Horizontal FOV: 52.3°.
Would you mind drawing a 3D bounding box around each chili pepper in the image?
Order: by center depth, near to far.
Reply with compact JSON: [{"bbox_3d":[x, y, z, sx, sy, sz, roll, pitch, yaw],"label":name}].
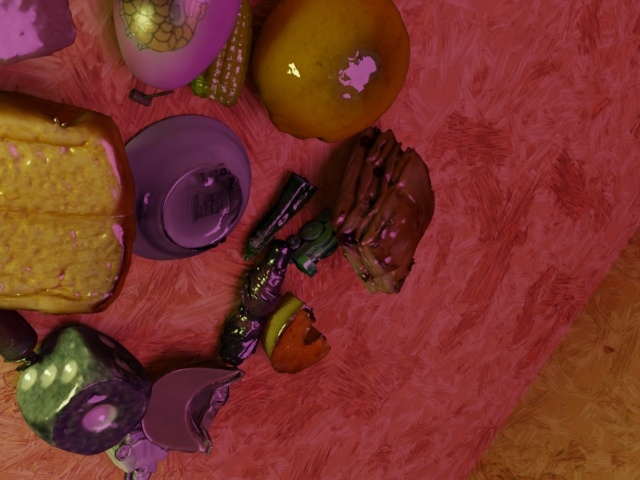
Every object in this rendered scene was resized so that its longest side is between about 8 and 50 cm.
[{"bbox_3d":[-0.098,-0.044,1.441,0.227,0.059,0.088,-53,148,4],"label":"chili pepper"}]

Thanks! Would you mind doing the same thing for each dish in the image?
[{"bbox_3d":[-0.246,-0.078,1.252,0.316,0.106,0.317,-21,127,-30],"label":"dish"}]

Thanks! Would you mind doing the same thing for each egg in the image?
[{"bbox_3d":[-0.222,-0.373,1.024,0.196,0.196,0.271,-12,126,-35],"label":"egg"}]

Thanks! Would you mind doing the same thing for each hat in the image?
[{"bbox_3d":[-0.296,0.358,1.490,0.244,0.149,0.214,26,89,-28],"label":"hat"}]

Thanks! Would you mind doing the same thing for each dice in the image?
[{"bbox_3d":[-0.450,0.285,1.251,0.182,0.183,0.181,-49,138,-4],"label":"dice"}]

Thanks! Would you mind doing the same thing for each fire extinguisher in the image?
[{"bbox_3d":[-0.574,0.143,1.141,0.089,0.072,0.268,-15,133,6],"label":"fire extinguisher"}]

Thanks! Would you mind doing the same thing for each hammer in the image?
[{"bbox_3d":[-0.283,-0.247,1.113,0.035,0.110,0.019,19,80,-45],"label":"hammer"}]

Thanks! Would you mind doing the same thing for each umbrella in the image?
[{"bbox_3d":[-0.148,0.142,1.486,0.094,0.090,0.326,7,113,-45],"label":"umbrella"}]

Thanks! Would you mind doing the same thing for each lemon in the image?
[{"bbox_3d":[0.019,-0.330,1.200,0.297,0.297,0.297,-21,128,-30],"label":"lemon"}]

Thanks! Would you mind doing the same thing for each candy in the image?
[{"bbox_3d":[-0.169,-0.347,1.165,0.096,0.096,0.210,3,108,-42],"label":"candy"}]

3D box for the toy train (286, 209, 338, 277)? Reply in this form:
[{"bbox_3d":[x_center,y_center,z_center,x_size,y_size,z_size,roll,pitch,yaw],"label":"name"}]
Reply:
[{"bbox_3d":[0.000,0.000,1.517,0.178,0.104,0.071,-41,131,-15],"label":"toy train"}]

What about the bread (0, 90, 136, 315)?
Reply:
[{"bbox_3d":[-0.444,-0.060,0.965,0.336,0.148,0.328,3,112,-13],"label":"bread"}]

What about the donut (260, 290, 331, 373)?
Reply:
[{"bbox_3d":[-0.076,0.238,1.578,0.152,0.101,0.259,-40,149,-14],"label":"donut"}]

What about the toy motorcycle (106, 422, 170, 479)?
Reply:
[{"bbox_3d":[-0.405,0.422,1.445,0.171,0.110,0.260,-43,131,-37],"label":"toy motorcycle"}]

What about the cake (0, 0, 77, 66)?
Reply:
[{"bbox_3d":[-0.486,-0.334,0.795,0.308,0.237,0.230,-25,127,-24],"label":"cake"}]

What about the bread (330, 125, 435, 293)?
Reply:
[{"bbox_3d":[0.157,-0.071,1.474,0.277,0.166,0.325,54,43,-47],"label":"bread"}]
